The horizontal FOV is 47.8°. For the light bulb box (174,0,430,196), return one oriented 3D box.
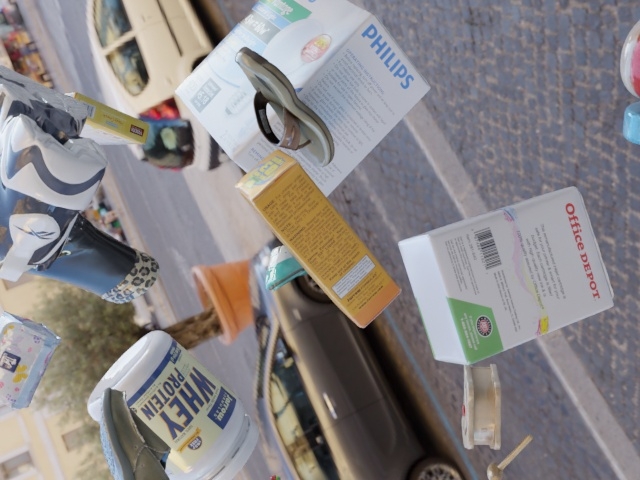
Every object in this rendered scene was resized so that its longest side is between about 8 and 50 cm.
[{"bbox_3d":[-0.047,-0.301,1.449,0.225,0.361,0.358,40,-175,-43],"label":"light bulb box"}]

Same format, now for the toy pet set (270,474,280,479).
[{"bbox_3d":[-0.104,0.448,1.194,0.122,0.065,0.114,87,-176,-69],"label":"toy pet set"}]

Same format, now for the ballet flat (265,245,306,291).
[{"bbox_3d":[-0.070,0.049,1.623,0.087,0.083,0.247,60,-155,4],"label":"ballet flat"}]

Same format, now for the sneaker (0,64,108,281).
[{"bbox_3d":[-0.263,-0.050,0.622,0.153,0.094,0.235,-58,44,11],"label":"sneaker"}]

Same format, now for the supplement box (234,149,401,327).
[{"bbox_3d":[0.000,0.000,0.885,0.233,0.080,0.078,48,176,-29],"label":"supplement box"}]

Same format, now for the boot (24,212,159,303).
[{"bbox_3d":[-0.336,0.029,0.909,0.178,0.236,0.085,38,-132,-37],"label":"boot"}]

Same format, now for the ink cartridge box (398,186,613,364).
[{"bbox_3d":[0.292,0.052,1.136,0.117,0.278,0.201,163,90,-71],"label":"ink cartridge box"}]

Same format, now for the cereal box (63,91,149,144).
[{"bbox_3d":[-0.476,-0.231,1.398,0.240,0.173,0.047,6,82,37],"label":"cereal box"}]

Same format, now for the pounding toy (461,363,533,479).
[{"bbox_3d":[0.424,0.434,1.751,0.154,0.155,0.269,-49,-42,-81],"label":"pounding toy"}]

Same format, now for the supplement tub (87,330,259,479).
[{"bbox_3d":[-0.318,0.383,1.593,0.325,0.235,0.235,45,167,-15],"label":"supplement tub"}]

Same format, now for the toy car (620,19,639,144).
[{"bbox_3d":[0.511,-0.214,0.856,0.238,0.210,0.219,42,143,53],"label":"toy car"}]

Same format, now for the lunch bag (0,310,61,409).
[{"bbox_3d":[-0.274,0.108,0.655,0.053,0.071,0.083,29,171,-38],"label":"lunch bag"}]

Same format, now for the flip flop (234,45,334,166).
[{"bbox_3d":[-0.066,-0.200,1.170,0.112,0.080,0.277,31,171,33],"label":"flip flop"}]

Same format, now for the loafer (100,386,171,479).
[{"bbox_3d":[-0.273,0.332,1.098,0.251,0.087,0.094,60,148,31],"label":"loafer"}]
